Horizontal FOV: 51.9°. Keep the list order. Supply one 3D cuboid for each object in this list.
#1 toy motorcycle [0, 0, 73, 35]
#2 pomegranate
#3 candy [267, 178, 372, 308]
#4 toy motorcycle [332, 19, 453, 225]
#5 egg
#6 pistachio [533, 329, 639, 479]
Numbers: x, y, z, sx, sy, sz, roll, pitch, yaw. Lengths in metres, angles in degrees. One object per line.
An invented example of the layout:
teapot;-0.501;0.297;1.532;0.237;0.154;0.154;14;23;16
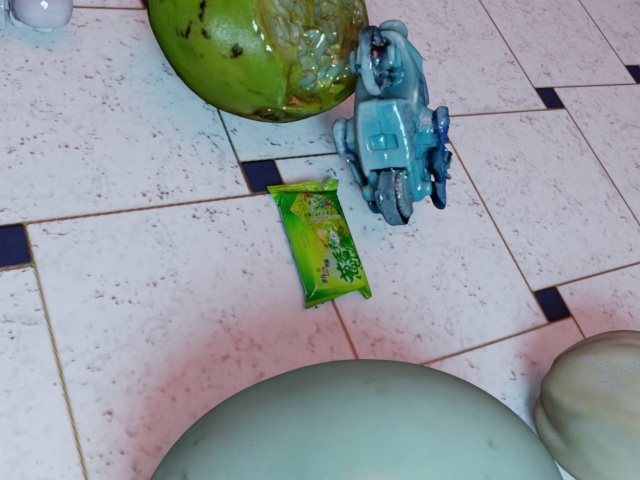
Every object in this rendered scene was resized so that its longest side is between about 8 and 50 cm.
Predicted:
toy motorcycle;-0.433;-0.298;0.788;0.254;0.112;0.112;-6;64;-28
pomegranate;-0.092;-0.321;0.862;0.310;0.216;0.358;6;73;-52
candy;0.000;-0.001;0.848;0.102;0.032;0.178;-4;62;-28
toy motorcycle;0.100;-0.157;0.864;0.206;0.154;0.260;-51;134;-57
egg;0.038;0.240;0.560;0.389;0.276;0.276;6;58;-26
pistachio;0.424;0.228;0.799;0.332;0.226;0.207;21;89;-5
